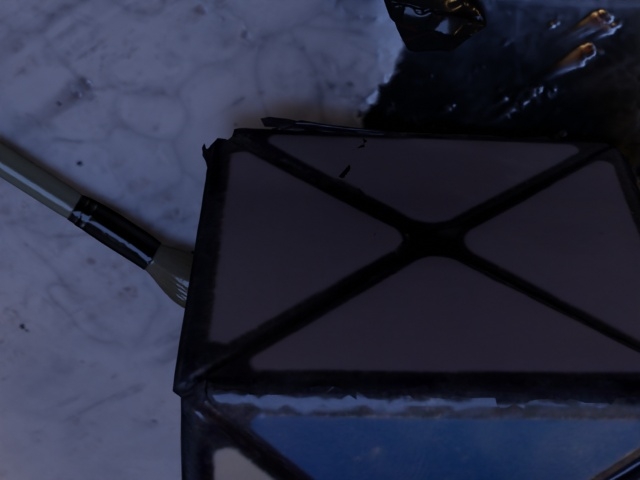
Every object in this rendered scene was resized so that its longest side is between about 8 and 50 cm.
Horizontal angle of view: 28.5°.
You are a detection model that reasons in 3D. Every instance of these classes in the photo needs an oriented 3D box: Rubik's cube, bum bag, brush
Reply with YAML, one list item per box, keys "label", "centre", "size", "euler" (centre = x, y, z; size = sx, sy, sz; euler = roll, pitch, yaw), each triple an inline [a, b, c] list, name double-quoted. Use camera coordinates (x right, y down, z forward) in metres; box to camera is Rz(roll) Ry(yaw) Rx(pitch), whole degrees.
- label: "Rubik's cube"
  centre: [0.067, 0.121, 0.839]
  size: [0.305, 0.310, 0.307]
  euler: [1, 124, -2]
- label: "bum bag"
  centre: [0.058, -0.171, 0.810]
  size: [0.058, 0.034, 0.124]
  euler: [-26, 117, 14]
- label: "brush"
  centre: [-0.194, -0.035, 0.948]
  size: [0.299, 0.039, 0.042]
  euler: [35, 119, -11]
